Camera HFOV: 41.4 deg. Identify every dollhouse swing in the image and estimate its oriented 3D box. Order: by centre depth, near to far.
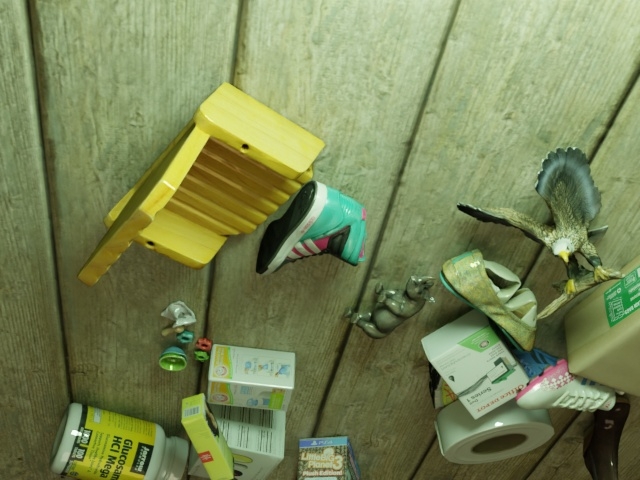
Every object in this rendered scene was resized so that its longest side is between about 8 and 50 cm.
[{"bbox_3d":[-0.205,-0.037,1.481,0.315,0.305,0.347,28,132,-27],"label":"dollhouse swing"}]

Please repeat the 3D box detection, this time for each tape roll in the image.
[{"bbox_3d":[0.438,0.471,2.145,0.286,0.100,0.286,-8,149,-5],"label":"tape roll"}]

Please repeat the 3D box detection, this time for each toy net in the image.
[{"bbox_3d":[-0.316,0.229,1.983,0.122,0.045,0.232,6,139,-4],"label":"toy net"}]

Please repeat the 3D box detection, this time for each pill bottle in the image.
[{"bbox_3d":[-0.534,0.562,2.266,0.333,0.188,0.188,19,136,-19],"label":"pill bottle"}]

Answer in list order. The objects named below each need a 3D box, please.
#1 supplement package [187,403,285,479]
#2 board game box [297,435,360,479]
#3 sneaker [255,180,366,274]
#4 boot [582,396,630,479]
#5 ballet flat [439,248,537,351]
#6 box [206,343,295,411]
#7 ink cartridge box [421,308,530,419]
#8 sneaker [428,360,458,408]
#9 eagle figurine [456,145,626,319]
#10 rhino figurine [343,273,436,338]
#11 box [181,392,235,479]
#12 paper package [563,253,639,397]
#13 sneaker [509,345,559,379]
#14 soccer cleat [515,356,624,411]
[{"bbox_3d":[-0.222,0.535,2.251,0.203,0.149,0.194,16,136,-16],"label":"supplement package"},{"bbox_3d":[0.025,0.732,2.360,0.141,0.291,0.232,-6,138,10],"label":"board game box"},{"bbox_3d":[0.000,0.000,1.660,0.178,0.124,0.295,19,146,-20],"label":"sneaker"},{"bbox_3d":[0.748,0.540,2.176,0.090,0.207,0.248,5,139,-4],"label":"boot"},{"bbox_3d":[0.390,0.127,1.798,0.123,0.123,0.348,-28,131,30],"label":"ballet flat"},{"bbox_3d":[-0.170,0.333,2.053,0.203,0.103,0.114,8,138,-6],"label":"box"},{"bbox_3d":[0.356,0.278,1.920,0.160,0.093,0.219,-33,117,11],"label":"ink cartridge box"},{"bbox_3d":[0.315,0.335,2.066,0.094,0.082,0.209,-8,144,0],"label":"sneaker"},{"bbox_3d":[0.435,-0.025,1.593,0.226,0.225,0.298,-40,98,-11],"label":"eagle figurine"},{"bbox_3d":[0.164,0.137,1.840,0.106,0.073,0.243,31,130,-24],"label":"rhino figurine"},{"bbox_3d":[-0.269,0.484,2.049,0.058,0.087,0.232,-16,123,2],"label":"box"},{"bbox_3d":[0.733,0.187,1.804,0.309,0.168,0.325,20,137,-20],"label":"paper package"},{"bbox_3d":[0.516,0.312,2.021,0.209,0.082,0.069,22,137,-19],"label":"sneaker"},{"bbox_3d":[0.578,0.328,1.889,0.331,0.143,0.116,-16,152,-36],"label":"soccer cleat"}]
